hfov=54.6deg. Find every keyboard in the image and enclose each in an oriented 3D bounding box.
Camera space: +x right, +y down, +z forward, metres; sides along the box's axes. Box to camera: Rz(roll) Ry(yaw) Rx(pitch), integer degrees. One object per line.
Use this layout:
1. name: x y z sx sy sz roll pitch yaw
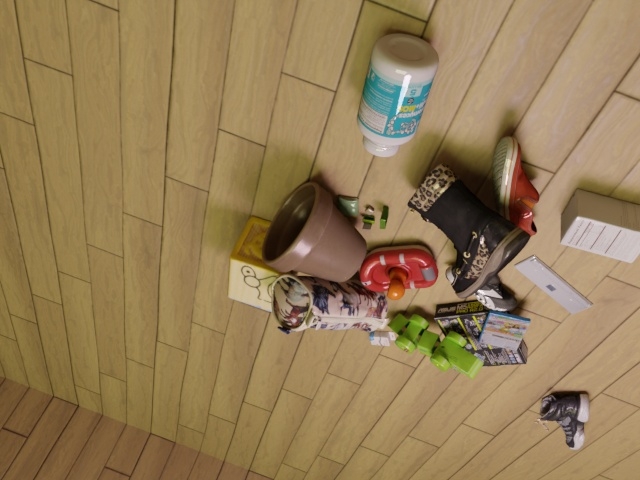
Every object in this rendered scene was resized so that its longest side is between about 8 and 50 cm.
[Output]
1. keyboard: 0.667 0.130 1.774 0.256 0.014 0.072 37 141 -16

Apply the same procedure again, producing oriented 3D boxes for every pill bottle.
1. pill bottle: 0.165 -0.317 1.404 0.146 0.146 0.264 17 139 4

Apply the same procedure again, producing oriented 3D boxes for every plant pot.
1. plant pot: 0.000 0.000 1.738 0.229 0.263 0.263 30 138 -24

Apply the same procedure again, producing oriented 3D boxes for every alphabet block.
1. alphabet block: -0.168 0.077 1.917 0.192 0.194 0.197 17 138 2

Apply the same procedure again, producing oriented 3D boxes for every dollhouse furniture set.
1. dollhouse furniture set: 0.114 -0.071 1.748 0.151 0.059 0.076 10 137 12

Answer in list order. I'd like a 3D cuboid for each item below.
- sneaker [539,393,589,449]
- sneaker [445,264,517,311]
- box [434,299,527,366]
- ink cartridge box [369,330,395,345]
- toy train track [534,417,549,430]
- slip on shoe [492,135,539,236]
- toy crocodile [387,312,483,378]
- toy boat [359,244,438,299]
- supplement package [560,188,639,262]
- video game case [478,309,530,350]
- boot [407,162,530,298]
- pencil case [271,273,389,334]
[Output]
1. sneaker: 0.840 0.620 2.155 0.152 0.101 0.269 5 130 18
2. sneaker: 0.483 0.126 1.792 0.234 0.078 0.106 30 140 -7
3. box: 0.513 0.299 1.975 0.216 0.060 0.270 -12 129 32
4. ink cartridge box: 0.216 0.341 2.162 0.083 0.028 0.048 0 135 21
5. toy train track: 0.820 0.683 2.288 0.048 0.014 0.083 -19 125 36
6. slip on shoe: 0.479 -0.122 1.515 0.101 0.123 0.331 -10 135 12
7. toy crocodile: 0.352 0.330 1.956 0.340 0.115 0.105 24 158 34
8. toy boat: 0.224 0.110 1.824 0.230 0.151 0.151 -6 131 27
9. supplement package: 0.693 -0.036 1.516 0.179 0.105 0.105 16 138 6
10. video game case: 0.551 0.272 1.868 0.119 0.015 0.166 12 141 9
11. boot: 0.355 -0.017 1.604 0.284 0.138 0.377 47 164 13
12. pencil case: 0.039 0.197 1.852 0.410 0.184 0.160 10 126 -49
